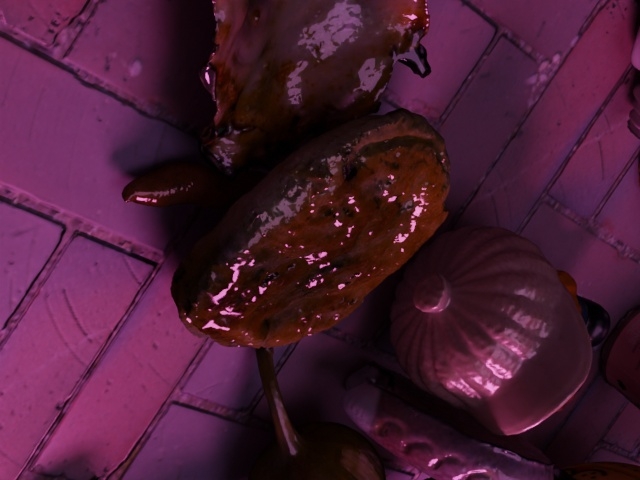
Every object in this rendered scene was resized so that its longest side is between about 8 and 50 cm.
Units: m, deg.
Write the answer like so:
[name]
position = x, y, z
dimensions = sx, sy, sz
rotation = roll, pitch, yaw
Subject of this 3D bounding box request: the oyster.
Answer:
[oyster]
position = -0.029, -0.210, 1.262
dimensions = 0.221, 0.096, 0.361
rotation = -37, 142, -24

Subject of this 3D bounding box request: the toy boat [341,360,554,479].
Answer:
[toy boat]
position = 0.119, 0.206, 1.641
dimensions = 0.085, 0.227, 0.155
rotation = -63, 180, 5

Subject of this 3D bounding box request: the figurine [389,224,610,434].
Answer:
[figurine]
position = 0.182, 0.087, 1.697
dimensions = 0.185, 0.204, 0.332
rotation = -66, 170, 2

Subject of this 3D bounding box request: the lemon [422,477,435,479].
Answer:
[lemon]
position = 0.124, 0.393, 1.698
dimensions = 0.253, 0.253, 0.310
rotation = 21, 63, -52

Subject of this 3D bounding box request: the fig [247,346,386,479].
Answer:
[fig]
position = -0.019, 0.201, 1.594
dimensions = 0.149, 0.149, 0.245
rotation = -35, 128, -21

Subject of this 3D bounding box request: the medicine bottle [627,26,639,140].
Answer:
[medicine bottle]
position = 0.412, -0.243, 1.678
dimensions = 0.179, 0.124, 0.324
rotation = -8, 127, -42

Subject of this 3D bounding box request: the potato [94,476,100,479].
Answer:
[potato]
position = -0.205, 0.284, 1.513
dimensions = 0.086, 0.061, 0.122
rotation = -30, 139, -29

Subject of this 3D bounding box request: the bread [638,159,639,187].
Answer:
[bread]
position = 0.422, -0.081, 1.861
dimensions = 0.140, 0.069, 0.128
rotation = -39, 140, -11

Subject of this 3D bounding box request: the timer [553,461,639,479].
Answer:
[timer]
position = 0.309, 0.431, 1.935
dimensions = 0.387, 0.376, 0.376
rotation = -7, 125, -43

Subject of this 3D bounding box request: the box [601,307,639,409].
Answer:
[box]
position = 0.421, 0.154, 2.000
dimensions = 0.151, 0.135, 0.151
rotation = -24, 131, -31

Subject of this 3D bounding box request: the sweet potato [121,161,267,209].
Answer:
[sweet potato]
position = -0.090, -0.043, 1.381
dimensions = 0.179, 0.044, 0.044
rotation = -4, 122, -45

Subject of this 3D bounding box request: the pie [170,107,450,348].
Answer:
[pie]
position = 0.000, 0.000, 1.426
dimensions = 0.277, 0.078, 0.277
rotation = -28, 159, -12
